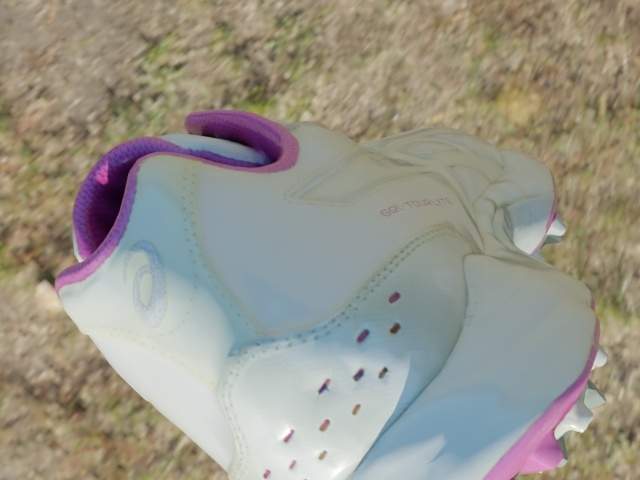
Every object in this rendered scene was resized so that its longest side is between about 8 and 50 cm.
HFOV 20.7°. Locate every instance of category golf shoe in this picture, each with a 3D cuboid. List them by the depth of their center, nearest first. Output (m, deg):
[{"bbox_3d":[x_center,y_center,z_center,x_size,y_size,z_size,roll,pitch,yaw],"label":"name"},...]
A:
[{"bbox_3d":[0.000,0.000,0.545,0.140,0.306,0.115,34,98,-6],"label":"golf shoe"}]
